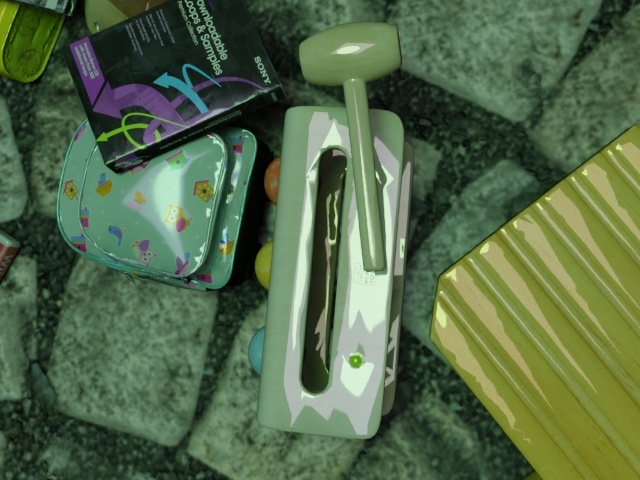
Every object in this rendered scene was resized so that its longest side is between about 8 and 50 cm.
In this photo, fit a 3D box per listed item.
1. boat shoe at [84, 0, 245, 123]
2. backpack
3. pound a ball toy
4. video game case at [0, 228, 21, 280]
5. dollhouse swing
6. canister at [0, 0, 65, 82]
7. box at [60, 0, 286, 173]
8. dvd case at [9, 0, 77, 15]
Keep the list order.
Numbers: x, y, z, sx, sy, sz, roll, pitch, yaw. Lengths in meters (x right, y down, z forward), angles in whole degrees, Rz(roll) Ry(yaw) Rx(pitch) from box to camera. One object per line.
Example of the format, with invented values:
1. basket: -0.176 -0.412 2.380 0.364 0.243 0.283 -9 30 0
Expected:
1. boat shoe: -0.172 -0.241 0.718 0.120 0.122 0.324 -36 71 12
2. backpack: -0.156 -0.041 0.679 0.188 0.144 0.166 11 92 15
3. pound a ball toy: 0.000 0.000 0.608 0.135 0.208 0.319 4 87 12
4. video game case: -0.485 0.074 0.798 0.204 0.025 0.285 31 93 13
5. dollhouse swing: 0.284 0.107 0.511 0.347 0.315 0.305 -38 99 7
6. canister: -0.376 -0.259 0.777 0.169 0.073 0.126 22 90 14
7. box: -0.124 -0.142 0.602 0.162 0.029 0.116 -24 79 -1
8. dvd case: -0.307 -0.322 0.705 0.221 0.018 0.165 19 90 22
